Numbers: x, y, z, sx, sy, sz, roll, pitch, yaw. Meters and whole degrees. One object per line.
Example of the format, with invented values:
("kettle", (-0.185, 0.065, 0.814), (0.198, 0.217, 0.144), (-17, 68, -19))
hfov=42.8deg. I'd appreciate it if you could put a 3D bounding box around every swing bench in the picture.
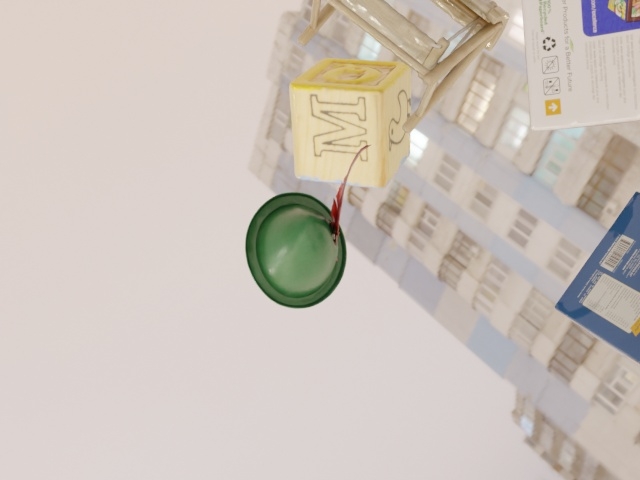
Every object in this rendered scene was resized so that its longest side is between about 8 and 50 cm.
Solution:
("swing bench", (0.141, -0.364, 1.321), (0.254, 0.253, 0.165), (-47, -9, -20))

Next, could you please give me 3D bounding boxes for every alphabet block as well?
("alphabet block", (0.063, -0.234, 1.601), (0.192, 0.193, 0.197), (-54, -34, -54))

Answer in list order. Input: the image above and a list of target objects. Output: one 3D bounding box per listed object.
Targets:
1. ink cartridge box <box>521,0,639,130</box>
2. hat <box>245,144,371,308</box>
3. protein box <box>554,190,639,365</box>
("ink cartridge box", (0.394, -0.218, 0.837), (0.069, 0.371, 0.175), (-11, -83, -53))
("hat", (0.000, 0.000, 1.188), (0.173, 0.183, 0.208), (-29, -79, -27))
("protein box", (0.463, 0.075, 1.070), (0.136, 0.201, 0.200), (31, -85, -32))
